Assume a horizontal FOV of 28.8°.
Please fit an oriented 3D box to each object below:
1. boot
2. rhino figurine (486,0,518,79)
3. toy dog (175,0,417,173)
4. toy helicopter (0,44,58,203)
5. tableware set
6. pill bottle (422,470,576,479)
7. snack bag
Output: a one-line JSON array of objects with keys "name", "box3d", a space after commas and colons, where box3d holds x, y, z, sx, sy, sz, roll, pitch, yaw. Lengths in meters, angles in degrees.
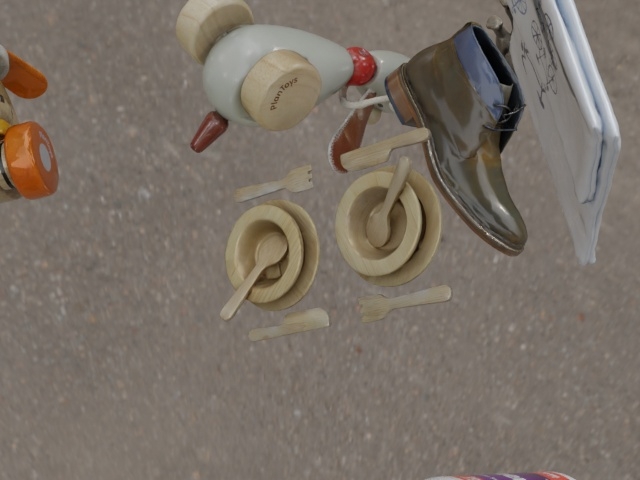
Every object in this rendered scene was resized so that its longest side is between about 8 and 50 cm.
[{"name": "boot", "box3d": [0.153, -0.098, 1.165, 0.082, 0.106, 0.219, -10, 65, -56]}, {"name": "rhino figurine", "box3d": [0.315, -0.246, 1.779, 0.073, 0.106, 0.243, -31, 47, 5]}, {"name": "toy dog", "box3d": [-0.024, -0.152, 1.382, 0.334, 0.161, 0.220, 17, 28, -33]}, {"name": "toy helicopter", "box3d": [-0.395, -0.209, 1.359, 0.140, 0.355, 0.235, -14, 28, 7]}, {"name": "tableware set", "box3d": [0.000, 0.000, 0.911, 0.194, 0.039, 0.128, -15, 76, 35]}, {"name": "pill bottle", "box3d": [0.252, 0.395, 1.627, 0.323, 0.181, 0.181, 7, 52, -43]}, {"name": "snack bag", "box3d": [0.248, -0.173, 1.351, 0.037, 0.342, 0.323, -15, 67, 1]}]
